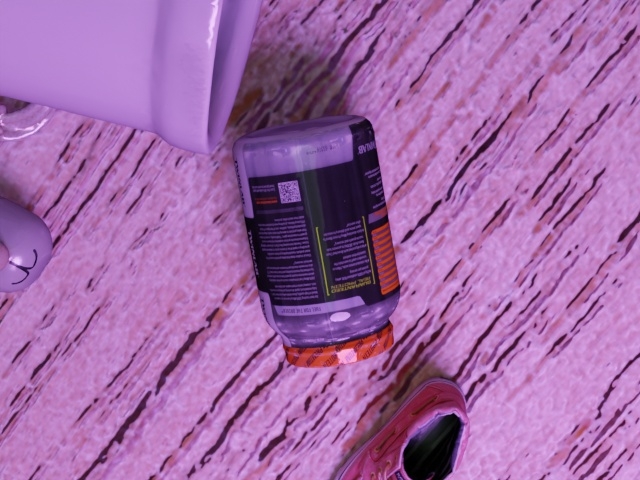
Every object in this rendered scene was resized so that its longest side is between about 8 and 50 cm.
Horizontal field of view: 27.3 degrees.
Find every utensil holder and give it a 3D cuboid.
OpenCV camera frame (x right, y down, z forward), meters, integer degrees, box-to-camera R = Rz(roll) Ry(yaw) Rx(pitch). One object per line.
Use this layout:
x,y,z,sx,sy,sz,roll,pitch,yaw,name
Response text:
-0.226,-0.262,0.918,0.385,0.327,0.328,13,100,-1,utensil holder

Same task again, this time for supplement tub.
0.000,0.000,1.069,0.117,0.117,0.190,-9,100,2,supplement tub

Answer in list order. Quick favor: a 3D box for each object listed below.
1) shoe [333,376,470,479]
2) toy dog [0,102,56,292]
0.063,0.199,1.122,0.063,0.081,0.178,36,98,-6,shoe
-0.376,-0.063,1.020,0.333,0.161,0.220,9,102,-4,toy dog
